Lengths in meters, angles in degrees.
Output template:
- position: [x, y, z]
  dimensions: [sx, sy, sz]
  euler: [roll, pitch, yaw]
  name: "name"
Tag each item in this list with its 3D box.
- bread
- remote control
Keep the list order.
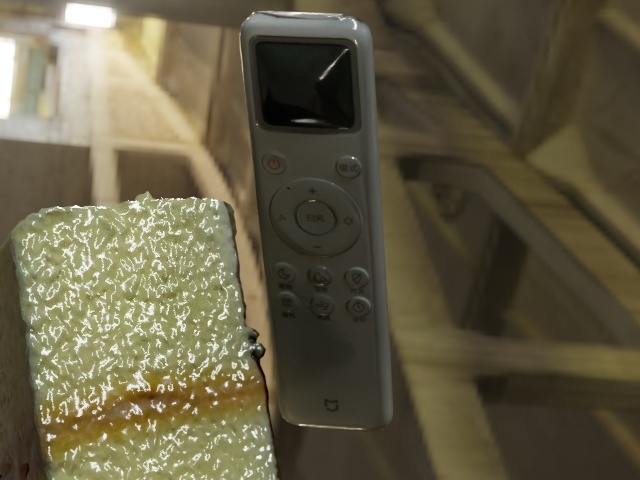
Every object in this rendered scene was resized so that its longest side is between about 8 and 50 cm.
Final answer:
- position: [-0.117, 0.113, 0.929]
  dimensions: [0.178, 0.135, 0.240]
  euler: [141, -60, -61]
  name: "bread"
- position: [0.000, 0.000, 0.859]
  dimensions: [0.029, 0.067, 0.261]
  euler: [-71, 161, -53]
  name: "remote control"
